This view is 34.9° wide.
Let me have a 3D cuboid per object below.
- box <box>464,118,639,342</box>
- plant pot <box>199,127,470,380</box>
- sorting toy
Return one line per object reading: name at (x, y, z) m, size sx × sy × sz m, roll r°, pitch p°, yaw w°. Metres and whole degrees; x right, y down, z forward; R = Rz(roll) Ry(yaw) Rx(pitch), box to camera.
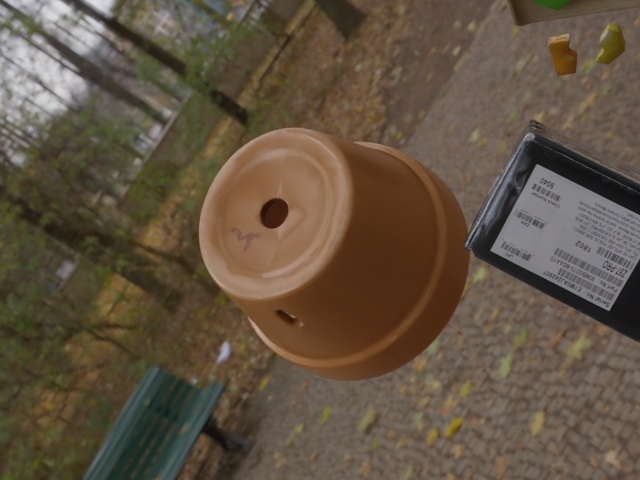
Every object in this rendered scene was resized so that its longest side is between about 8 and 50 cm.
box at (0.308, 0.036, 0.739) m, size 0.097 × 0.395 × 0.318 m, roll -65°, pitch -6°, yaw 15°
plant pot at (0.000, 0.000, 1.167) m, size 0.291 × 0.203 × 0.290 m, roll -11°, pitch 67°, yaw 27°
sorting toy at (0.368, -0.361, 1.420) m, size 0.229 × 0.307 × 0.041 m, roll -6°, pitch 44°, yaw 27°
